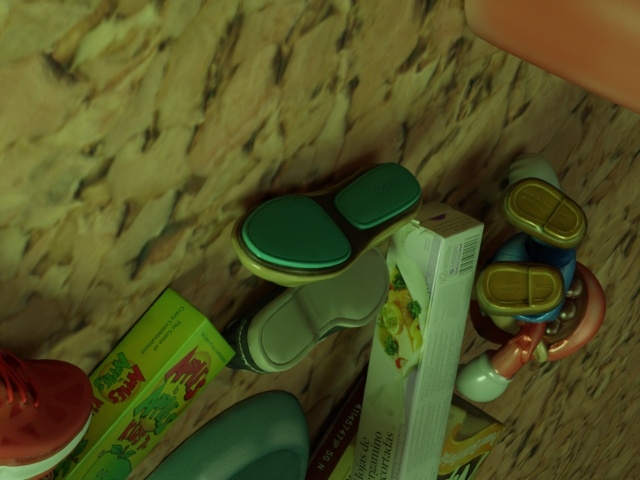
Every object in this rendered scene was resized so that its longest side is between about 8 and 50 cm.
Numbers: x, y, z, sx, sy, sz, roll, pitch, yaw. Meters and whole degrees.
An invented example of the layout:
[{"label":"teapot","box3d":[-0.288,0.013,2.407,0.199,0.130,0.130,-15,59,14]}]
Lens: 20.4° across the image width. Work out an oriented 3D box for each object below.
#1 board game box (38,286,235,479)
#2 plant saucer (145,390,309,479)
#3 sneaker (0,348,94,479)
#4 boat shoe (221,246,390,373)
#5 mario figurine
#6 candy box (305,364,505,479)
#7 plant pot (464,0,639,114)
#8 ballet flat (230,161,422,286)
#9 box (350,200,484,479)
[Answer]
[{"label":"board game box","box3d":[-0.149,0.128,1.350,0.181,0.043,0.092,-48,158,-8]},{"label":"plant saucer","box3d":[-0.113,0.279,1.661,0.317,0.043,0.318,-42,157,-22]},{"label":"sneaker","box3d":[-0.207,0.088,1.117,0.221,0.087,0.128,-20,143,-55]},{"label":"boat shoe","box3d":[-0.015,0.055,1.510,0.065,0.075,0.206,-14,-167,39]},{"label":"mario figurine","box3d":[0.184,0.040,1.773,0.198,0.170,0.320,-35,164,-3]},{"label":"candy box","box3d":[0.086,0.243,1.922,0.183,0.087,0.316,-58,159,1]},{"label":"plant pot","box3d":[0.293,-0.214,1.423,0.275,0.243,0.275,-42,156,-24]},{"label":"ballet flat","box3d":[0.000,0.000,1.407,0.232,0.080,0.073,-21,158,-50]},{"label":"box","box3d":[0.085,0.124,1.663,0.067,0.063,0.324,-18,125,-44]}]
